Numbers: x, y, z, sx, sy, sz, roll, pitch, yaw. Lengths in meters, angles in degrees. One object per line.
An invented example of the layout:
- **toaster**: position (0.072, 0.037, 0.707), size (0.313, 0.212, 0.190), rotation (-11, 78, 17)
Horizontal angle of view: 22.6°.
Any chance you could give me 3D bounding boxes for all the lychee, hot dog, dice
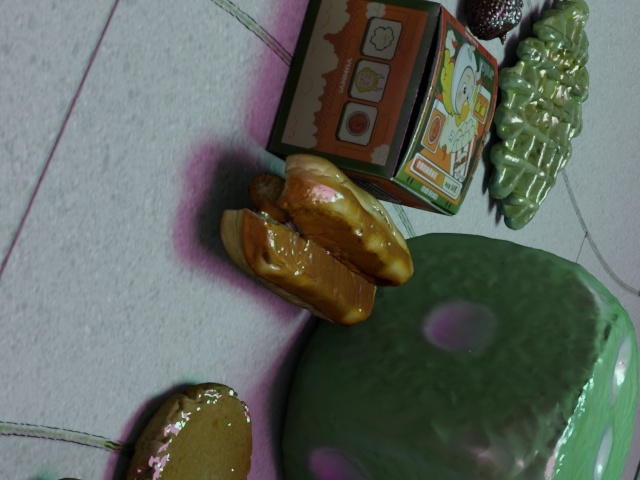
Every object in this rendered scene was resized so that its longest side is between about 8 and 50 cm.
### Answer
- **lychee**: position (0.206, -0.273, 1.908), size (0.067, 0.068, 0.083), rotation (1, 77, -62)
- **hot dog**: position (0.000, 0.000, 1.565), size (0.135, 0.100, 0.337), rotation (-46, 156, 4)
- **dice**: position (0.163, 0.207, 1.776), size (0.322, 0.318, 0.330), rotation (-54, 148, -40)

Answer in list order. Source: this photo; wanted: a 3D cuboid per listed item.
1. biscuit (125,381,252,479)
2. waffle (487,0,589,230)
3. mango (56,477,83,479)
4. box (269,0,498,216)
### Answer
- **biscuit**: position (-0.127, 0.236, 1.499), size (0.226, 0.042, 0.225), rotation (-41, 137, -53)
- **waffle**: position (0.306, -0.176, 2.200), size (0.309, 0.056, 0.291), rotation (-51, 146, -45)
- **mango**: position (-0.216, 0.248, 1.302), size (0.114, 0.057, 0.079), rotation (-68, 161, 4)
- **box**: position (0.071, -0.136, 1.593), size (0.195, 0.148, 0.177), rotation (27, 78, -66)
